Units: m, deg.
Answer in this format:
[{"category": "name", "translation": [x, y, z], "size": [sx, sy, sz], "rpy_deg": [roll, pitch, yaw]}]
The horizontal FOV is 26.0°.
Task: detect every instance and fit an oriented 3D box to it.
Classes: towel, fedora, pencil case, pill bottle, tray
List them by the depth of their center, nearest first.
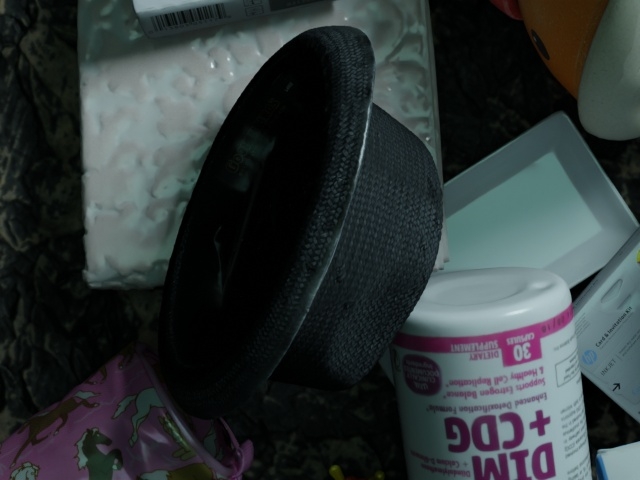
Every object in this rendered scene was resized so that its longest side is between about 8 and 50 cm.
[{"category": "fedora", "translation": [0.000, 0.000, 1.124], "size": [0.152, 0.334, 0.334], "rpy_deg": [22, 90, -24]}, {"category": "pill bottle", "translation": [0.152, 0.177, 1.204], "size": [0.160, 0.160, 0.283], "rpy_deg": [-8, 102, 2]}, {"category": "pencil case", "translation": [-0.247, 0.260, 1.237], "size": [0.386, 0.160, 0.167], "rpy_deg": [-40, 121, 1]}, {"category": "towel", "translation": [-0.057, -0.118, 1.268], "size": [0.331, 0.053, 0.317], "rpy_deg": [-4, 84, 4]}, {"category": "tray", "translation": [0.149, 0.010, 1.286], "size": [0.270, 0.030, 0.145], "rpy_deg": [-32, 89, 2]}]

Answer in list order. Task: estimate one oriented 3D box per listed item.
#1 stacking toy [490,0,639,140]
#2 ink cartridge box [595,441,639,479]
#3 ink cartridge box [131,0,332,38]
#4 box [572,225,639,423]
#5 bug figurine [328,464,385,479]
[{"category": "stacking toy", "translation": [0.180, -0.343, 1.199], "size": [0.480, 0.350, 0.351], "rpy_deg": [38, 91, 21]}, {"category": "ink cartridge box", "translation": [0.332, 0.262, 1.151], "size": [0.168, 0.233, 0.171], "rpy_deg": [-15, 67, 6]}, {"category": "ink cartridge box", "translation": [-0.088, -0.306, 1.246], "size": [0.189, 0.066, 0.232], "rpy_deg": [-12, 72, 0]}, {"category": "box", "translation": [0.319, 0.097, 1.259], "size": [0.186, 0.038, 0.145], "rpy_deg": [40, 93, -8]}, {"category": "bug figurine", "translation": [-0.018, 0.341, 1.260], "size": [0.279, 0.072, 0.216], "rpy_deg": [-28, 83, 11]}]
